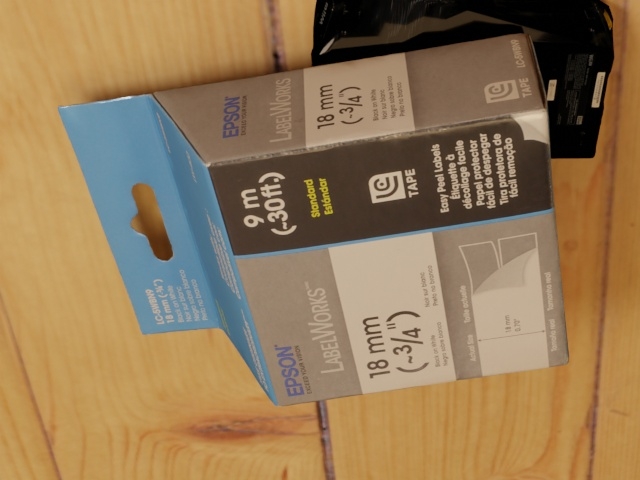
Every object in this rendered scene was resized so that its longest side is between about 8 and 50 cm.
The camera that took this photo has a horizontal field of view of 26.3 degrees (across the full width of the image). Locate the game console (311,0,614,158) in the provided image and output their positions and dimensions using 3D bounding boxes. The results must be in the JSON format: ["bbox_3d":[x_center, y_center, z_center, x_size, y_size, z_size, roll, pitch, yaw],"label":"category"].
[{"bbox_3d":[0.094,-0.034,1.058,0.213,0.044,0.361,0,131,-3],"label":"game console"}]

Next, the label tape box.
[{"bbox_3d":[0.000,0.000,0.985,0.333,0.106,0.241,-9,131,6],"label":"label tape box"}]
